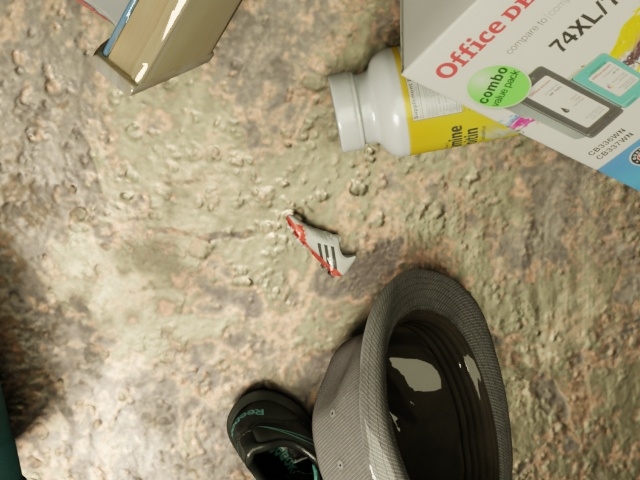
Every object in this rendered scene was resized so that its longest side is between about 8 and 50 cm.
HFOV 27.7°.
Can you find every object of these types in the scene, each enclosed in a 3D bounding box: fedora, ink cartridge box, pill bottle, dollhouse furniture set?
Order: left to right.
[{"bbox_3d":[-0.171,-0.320,1.119,0.303,0.286,0.198,41,121,7],"label":"dollhouse furniture set"},{"bbox_3d":[0.076,0.175,1.244,0.124,0.243,0.275,-19,75,35],"label":"fedora"},{"bbox_3d":[0.104,-0.134,1.205,0.184,0.103,0.103,-11,103,1],"label":"pill bottle"},{"bbox_3d":[0.226,-0.208,1.075,0.270,0.197,0.198,22,140,-25],"label":"ink cartridge box"}]

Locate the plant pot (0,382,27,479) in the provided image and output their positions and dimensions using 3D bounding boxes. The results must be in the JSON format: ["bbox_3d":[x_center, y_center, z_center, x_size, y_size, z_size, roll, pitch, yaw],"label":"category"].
[{"bbox_3d":[-0.419,0.124,1.177,0.271,0.271,0.255,-8,89,0],"label":"plant pot"}]

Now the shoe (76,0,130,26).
[{"bbox_3d":[-0.196,-0.239,1.193,0.178,0.081,0.063,27,106,-38],"label":"shoe"}]

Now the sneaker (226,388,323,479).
[{"bbox_3d":[0.008,0.265,1.295,0.267,0.106,0.101,41,97,-12],"label":"sneaker"}]

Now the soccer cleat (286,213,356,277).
[{"bbox_3d":[0.000,0.000,1.273,0.035,0.029,0.083,-43,104,-1],"label":"soccer cleat"}]
